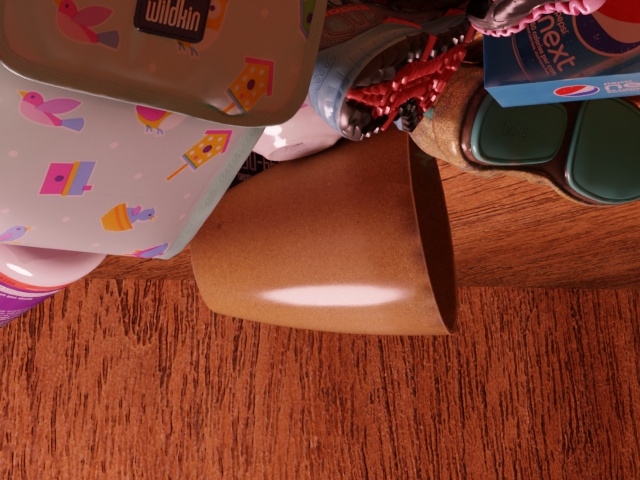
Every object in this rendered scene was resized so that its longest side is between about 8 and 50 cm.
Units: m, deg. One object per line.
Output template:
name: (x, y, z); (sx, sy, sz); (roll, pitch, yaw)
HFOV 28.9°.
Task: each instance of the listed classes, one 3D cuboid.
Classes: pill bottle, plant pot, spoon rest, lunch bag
pill bottle: (-0.376, 0.003, 1.396); (0.181, 0.181, 0.323); (5, 158, -39)
plant pot: (0.000, 0.000, 1.325); (0.254, 0.237, 0.237); (-9, 171, 14)
spoon rest: (-0.089, -0.111, 1.251); (0.276, 0.084, 0.137); (-17, 171, 12)
lunch bag: (-0.130, -0.120, 0.706); (0.223, 0.160, 0.262); (8, 136, -42)

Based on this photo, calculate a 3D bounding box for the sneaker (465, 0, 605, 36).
sneaker: (0.143, -0.179, 0.863); (0.057, 0.047, 0.119); (32, 152, -35)

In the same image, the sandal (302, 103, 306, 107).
sandal: (-0.160, -0.095, 1.089); (0.416, 0.102, 0.169); (-7, -177, 31)

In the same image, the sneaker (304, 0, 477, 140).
sneaker: (0.033, -0.152, 0.916); (0.125, 0.104, 0.262); (37, -163, 11)

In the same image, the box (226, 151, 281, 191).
box: (-0.187, -0.067, 1.501); (0.307, 0.077, 0.242); (-7, 169, 41)

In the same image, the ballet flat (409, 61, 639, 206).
ballet flat: (0.205, -0.107, 1.194); (0.123, 0.123, 0.348); (-8, 171, 42)

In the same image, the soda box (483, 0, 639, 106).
soda box: (0.235, -0.151, 0.957); (0.210, 0.067, 0.071); (-4, 172, 20)
